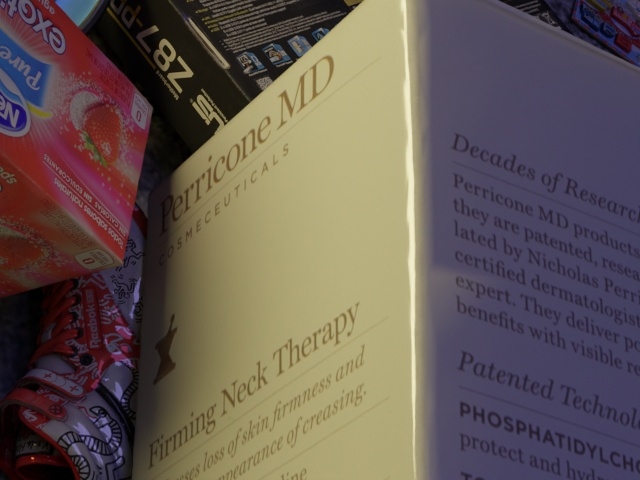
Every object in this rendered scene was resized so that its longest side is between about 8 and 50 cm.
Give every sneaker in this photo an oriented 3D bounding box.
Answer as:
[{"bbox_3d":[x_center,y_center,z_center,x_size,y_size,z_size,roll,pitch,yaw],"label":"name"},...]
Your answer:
[{"bbox_3d":[-0.170,0.078,1.321,0.145,0.090,0.270,-8,71,-43],"label":"sneaker"}]

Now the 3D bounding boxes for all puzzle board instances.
[{"bbox_3d":[0.315,-0.224,1.947,0.128,0.011,0.096,34,48,-17],"label":"puzzle board"}]

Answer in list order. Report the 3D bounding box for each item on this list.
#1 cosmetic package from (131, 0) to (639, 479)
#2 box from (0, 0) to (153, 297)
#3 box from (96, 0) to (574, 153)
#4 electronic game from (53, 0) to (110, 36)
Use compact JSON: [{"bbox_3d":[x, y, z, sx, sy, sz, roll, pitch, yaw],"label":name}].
[{"bbox_3d":[0.093,0.111,1.222,0.327,0.329,0.394,19,54,-28],"label":"cosmetic package"},{"bbox_3d":[-0.260,-0.101,1.221,0.300,0.154,0.142,48,38,-42],"label":"box"},{"bbox_3d":[-0.011,-0.219,1.595,0.395,0.097,0.318,-24,71,-44],"label":"box"},{"bbox_3d":[-0.262,-0.225,1.414,0.229,0.048,0.229,3,73,-9],"label":"electronic game"}]
